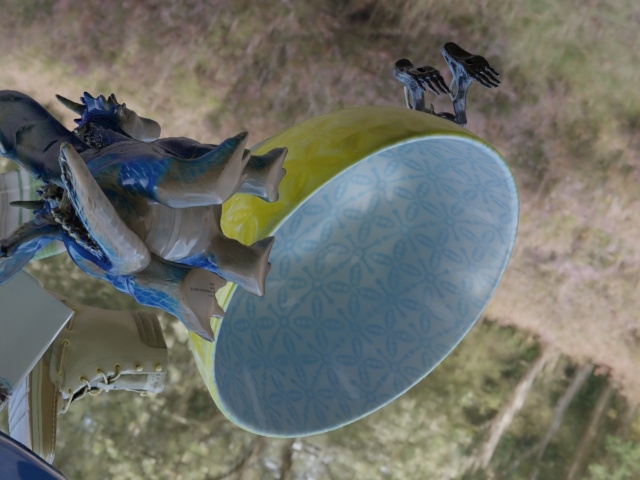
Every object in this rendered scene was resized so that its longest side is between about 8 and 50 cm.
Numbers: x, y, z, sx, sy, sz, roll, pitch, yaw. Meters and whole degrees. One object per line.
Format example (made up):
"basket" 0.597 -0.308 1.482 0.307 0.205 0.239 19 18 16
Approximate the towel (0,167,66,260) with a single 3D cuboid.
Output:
"towel" -0.287 -0.028 1.060 0.152 0.113 0.023 -17 145 6

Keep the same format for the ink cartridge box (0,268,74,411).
"ink cartridge box" -0.429 0.135 1.145 0.197 0.270 0.198 39 154 -11

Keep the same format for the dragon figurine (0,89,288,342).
"dragon figurine" -0.101 -0.016 0.470 0.144 0.085 0.289 10 -170 9

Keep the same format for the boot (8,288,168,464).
"boot" -0.299 0.188 1.441 0.203 0.095 0.262 15 -136 -28

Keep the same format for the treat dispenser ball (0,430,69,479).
"treat dispenser ball" -0.208 0.208 0.457 0.288 0.288 0.288 25 177 1

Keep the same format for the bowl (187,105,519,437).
"bowl" 0.000 0.000 0.884 0.289 0.289 0.156 29 -167 -51

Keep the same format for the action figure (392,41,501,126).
"action figure" 0.126 -0.107 1.386 0.164 0.275 0.141 -14 -125 -24
